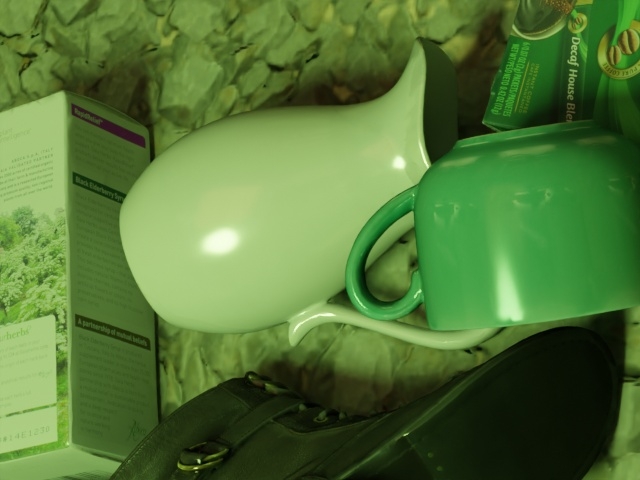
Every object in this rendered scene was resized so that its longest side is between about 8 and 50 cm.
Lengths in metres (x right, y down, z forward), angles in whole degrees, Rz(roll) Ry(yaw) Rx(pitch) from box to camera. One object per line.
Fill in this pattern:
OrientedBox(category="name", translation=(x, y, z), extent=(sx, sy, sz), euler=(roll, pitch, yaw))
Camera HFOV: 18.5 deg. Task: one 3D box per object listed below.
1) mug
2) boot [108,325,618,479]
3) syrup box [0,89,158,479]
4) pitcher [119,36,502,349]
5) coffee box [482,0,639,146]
OrientedBox(category="mug", translation=(0.102, -0.008, 1.022), extent=(0.129, 0.158, 0.097), euler=(174, 88, -65))
OrientedBox(category="boot", translation=(0.008, 0.108, 1.085), extent=(0.263, 0.091, 0.229), euler=(-31, 23, -20))
OrientedBox(category="syrup box", translation=(-0.168, 0.033, 1.254), extent=(0.093, 0.096, 0.237), euler=(-15, 67, 30))
OrientedBox(category="pitcher", translation=(0.000, 0.000, 1.139), extent=(0.207, 0.125, 0.178), euler=(-22, 79, 17))
OrientedBox(category="coffee box", translation=(0.186, -0.098, 1.072), extent=(0.184, 0.040, 0.113), euler=(15, 85, 38))
